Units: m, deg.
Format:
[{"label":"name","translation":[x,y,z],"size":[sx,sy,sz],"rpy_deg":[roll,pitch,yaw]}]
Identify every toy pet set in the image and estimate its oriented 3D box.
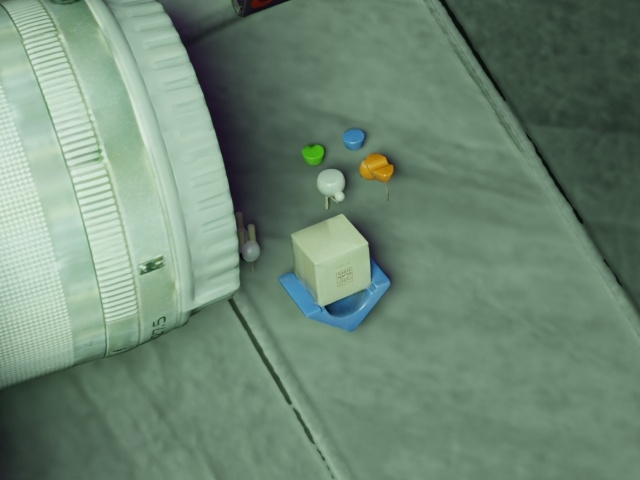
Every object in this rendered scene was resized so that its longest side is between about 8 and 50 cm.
[{"label":"toy pet set","translation":[0.000,0.000,1.175],"size":[0.122,0.065,0.114],"rpy_deg":[-22,44,-18]}]

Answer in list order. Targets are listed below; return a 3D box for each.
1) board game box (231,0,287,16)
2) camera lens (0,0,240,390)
[{"label":"board game box","translation":[0.060,-0.309,1.273],"size":[0.347,0.056,0.208],"rpy_deg":[-22,74,-15]},{"label":"camera lens","translation":[-0.209,-0.020,1.047],"size":[0.274,0.219,0.219],"rpy_deg":[-17,77,-14]}]
